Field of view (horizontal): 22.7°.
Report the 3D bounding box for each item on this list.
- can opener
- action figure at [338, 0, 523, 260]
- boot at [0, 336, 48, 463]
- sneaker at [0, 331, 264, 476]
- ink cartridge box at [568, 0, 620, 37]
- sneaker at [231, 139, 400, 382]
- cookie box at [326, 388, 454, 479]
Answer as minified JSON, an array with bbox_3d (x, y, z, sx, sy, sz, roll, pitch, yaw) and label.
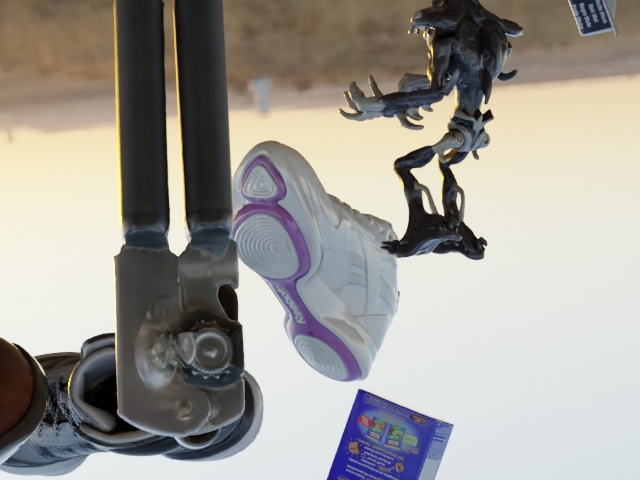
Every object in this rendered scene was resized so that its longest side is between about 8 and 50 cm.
[{"bbox_3d":[-0.090,-0.015,0.983,0.076,0.283,0.095,-2,166,-7],"label":"can opener"},{"bbox_3d":[0.100,-0.123,1.458,0.141,0.276,0.164,10,-172,35],"label":"action figure"},{"bbox_3d":[-0.305,0.064,0.943,0.096,0.280,0.264,-39,-160,25],"label":"boot"},{"bbox_3d":[-0.188,0.123,1.236,0.268,0.101,0.153,-4,165,12],"label":"sneaker"},{"bbox_3d":[0.261,-0.336,1.701,0.045,0.223,0.224,-19,-162,17],"label":"ink cartridge box"},{"bbox_3d":[0.000,0.000,1.601,0.114,0.305,0.152,14,-127,33],"label":"sneaker"},{"bbox_3d":[0.060,0.201,1.458,0.092,0.107,0.040,19,179,34],"label":"cookie box"}]
